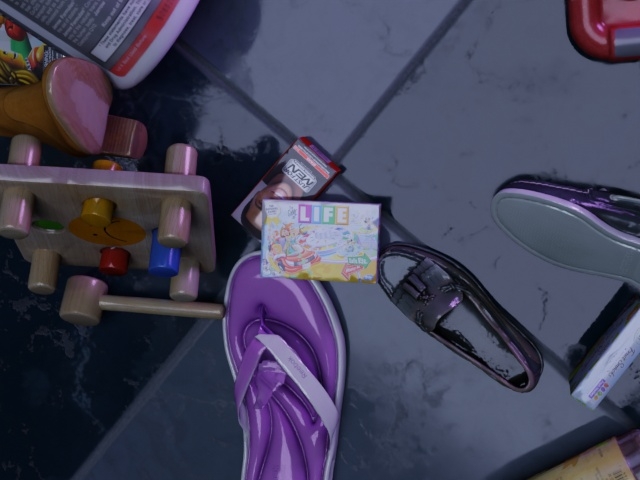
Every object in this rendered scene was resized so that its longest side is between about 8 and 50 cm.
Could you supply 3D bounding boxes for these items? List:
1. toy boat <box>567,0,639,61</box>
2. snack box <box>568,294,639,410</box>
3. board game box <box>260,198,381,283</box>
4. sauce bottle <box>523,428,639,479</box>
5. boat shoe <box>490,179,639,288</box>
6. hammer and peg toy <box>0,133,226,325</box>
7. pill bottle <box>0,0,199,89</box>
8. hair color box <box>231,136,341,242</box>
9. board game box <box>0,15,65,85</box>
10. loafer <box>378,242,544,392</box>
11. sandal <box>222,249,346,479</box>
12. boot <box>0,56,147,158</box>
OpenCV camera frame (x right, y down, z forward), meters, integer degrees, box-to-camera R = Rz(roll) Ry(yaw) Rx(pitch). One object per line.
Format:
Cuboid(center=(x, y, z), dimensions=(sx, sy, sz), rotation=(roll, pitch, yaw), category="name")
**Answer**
Cuboid(center=(0.368, -0.330, 1.243), dimensions=(0.151, 0.151, 0.231), rotation=(-4, 96, 11), category="toy boat")
Cuboid(center=(0.370, 0.140, 1.328), dimensions=(0.037, 0.100, 0.141), rotation=(36, 102, 5), category="snack box")
Cuboid(center=(0.000, 0.000, 1.374), dimensions=(0.154, 0.026, 0.103), rotation=(3, 96, 9), category="board game box")
Cuboid(center=(0.285, 0.362, 1.368), dimensions=(0.344, 0.111, 0.111), rotation=(-28, 91, 12), category="sauce bottle")
Cuboid(center=(0.364, -0.012, 1.319), dimensions=(0.303, 0.091, 0.114), rotation=(25, 145, 6), category="boat shoe")
Cuboid(center=(-0.255, -0.002, 1.344), dimensions=(0.266, 0.361, 0.127), rotation=(3, 67, -1), category="hammer and peg toy")
Cuboid(center=(-0.334, -0.362, 1.278), dimensions=(0.363, 0.210, 0.210), rotation=(33, 103, -23), category="pill bottle")
Cuboid(center=(-0.046, -0.064, 1.411), dimensions=(0.072, 0.043, 0.141), rotation=(42, 103, 2), category="hair color box")
Cuboid(center=(-0.412, -0.364, 1.438), dimensions=(0.193, 0.053, 0.305), rotation=(4, 98, 10), category="board game box")
Cuboid(center=(0.180, 0.099, 1.367), dimensions=(0.267, 0.084, 0.096), rotation=(38, 103, 4), category="loafer")
Cuboid(center=(-0.048, 0.220, 1.417), dimensions=(0.169, 0.102, 0.416), rotation=(-5, 96, 11), category="sandal")
Cuboid(center=(-0.362, -0.165, 1.333), dimensions=(0.211, 0.295, 0.104), rotation=(10, 82, 11), category="boot")
